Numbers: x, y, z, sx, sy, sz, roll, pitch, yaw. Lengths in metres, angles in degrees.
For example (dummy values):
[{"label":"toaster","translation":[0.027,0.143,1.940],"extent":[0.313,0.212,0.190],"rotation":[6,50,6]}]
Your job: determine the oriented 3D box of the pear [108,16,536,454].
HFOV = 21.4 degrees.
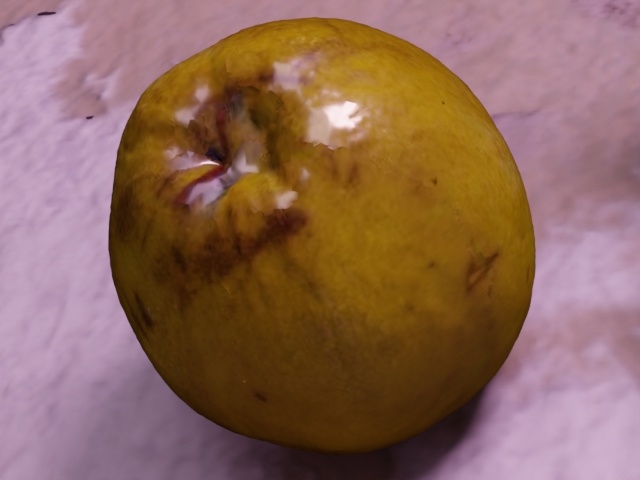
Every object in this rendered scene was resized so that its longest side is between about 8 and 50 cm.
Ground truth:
[{"label":"pear","translation":[0.000,0.000,0.595],"extent":[0.149,0.162,0.149],"rotation":[-13,55,19]}]
